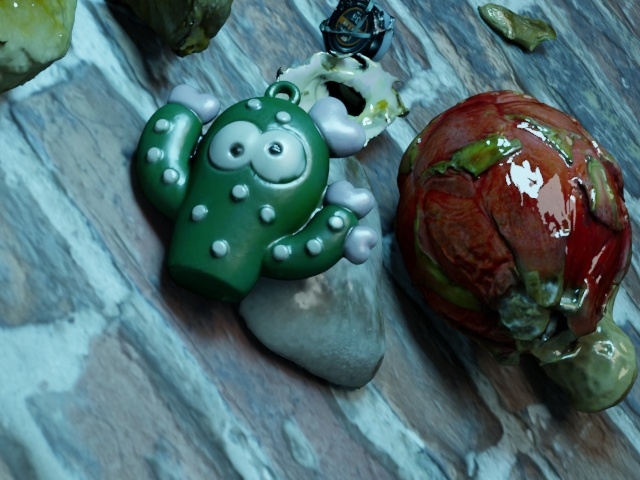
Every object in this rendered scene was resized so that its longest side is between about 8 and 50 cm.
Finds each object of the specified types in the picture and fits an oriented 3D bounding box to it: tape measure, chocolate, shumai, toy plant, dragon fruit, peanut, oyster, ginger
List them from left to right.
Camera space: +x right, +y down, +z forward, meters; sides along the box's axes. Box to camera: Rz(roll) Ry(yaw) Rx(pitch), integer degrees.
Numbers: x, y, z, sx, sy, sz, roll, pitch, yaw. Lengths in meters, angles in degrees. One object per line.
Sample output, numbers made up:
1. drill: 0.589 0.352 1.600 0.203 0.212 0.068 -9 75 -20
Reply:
1. shumai: -0.123 -0.316 1.646 0.185 0.184 0.218 -8 49 -50
2. toy plant: -0.066 -0.057 1.496 0.232 0.112 0.243 -5 64 -2
3. chocolate: 0.000 0.000 1.602 0.185 0.100 0.303 31 43 -35
4. oyster: 0.011 -0.162 1.788 0.209 0.072 0.133 -37 97 -37
5. tape measure: 0.046 -0.264 1.897 0.054 0.091 0.094 17 30 -50
6. dragon fruit: 0.216 -0.022 1.722 0.277 0.277 0.342 41 26 -18
7. ginger: 0.298 -0.322 2.292 0.137 0.044 0.058 15 78 -35
8. peanut: 0.317 0.080 1.870 0.120 0.136 0.298 26 43 -39

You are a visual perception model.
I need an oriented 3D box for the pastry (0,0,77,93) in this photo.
1. pastry: -0.362 -0.258 1.353 0.329 0.136 0.330 32 39 -31
